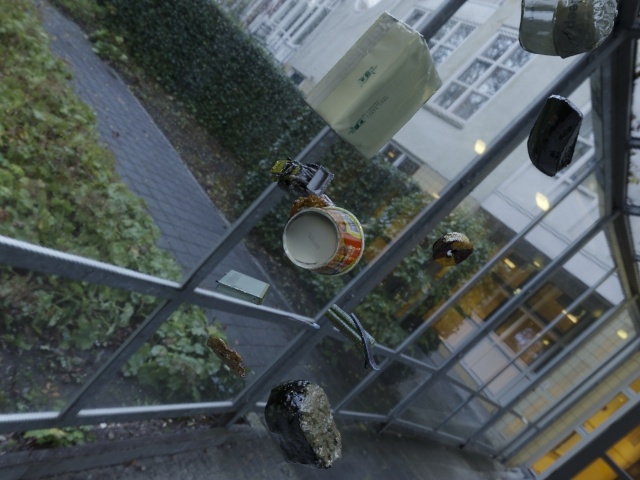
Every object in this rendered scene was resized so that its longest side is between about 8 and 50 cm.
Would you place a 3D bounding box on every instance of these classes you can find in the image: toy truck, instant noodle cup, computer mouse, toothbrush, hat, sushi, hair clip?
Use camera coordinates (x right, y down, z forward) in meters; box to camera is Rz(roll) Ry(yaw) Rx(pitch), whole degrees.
[{"bbox_3d":[-0.083,-0.252,1.730,0.285,0.136,0.111,18,-19,45],"label":"toy truck"},{"bbox_3d":[0.000,0.000,1.225,0.213,0.213,0.174,47,12,15],"label":"instant noodle cup"},{"bbox_3d":[0.810,-0.359,1.569,0.295,0.087,0.168,81,-13,-46],"label":"computer mouse"},{"bbox_3d":[-0.061,0.268,1.475,0.019,0.013,0.193,38,5,41],"label":"toothbrush"},{"bbox_3d":[0.661,-0.603,1.186,0.244,0.215,0.149,-15,21,-31],"label":"hat"},{"bbox_3d":[-0.044,0.615,1.481,0.211,0.170,0.350,-53,130,-48],"label":"sushi"},{"bbox_3d":[0.193,0.456,1.997,0.048,0.083,0.275,7,63,-53],"label":"hair clip"}]

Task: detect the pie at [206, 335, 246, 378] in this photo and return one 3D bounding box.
[{"bbox_3d":[-0.264,0.317,1.241,0.170,0.092,0.034,35,45,25],"label":"pie"}]

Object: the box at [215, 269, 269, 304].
[{"bbox_3d":[-0.323,0.194,1.854,0.210,0.045,0.270,21,5,-4],"label":"box"}]

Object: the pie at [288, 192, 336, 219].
[{"bbox_3d":[-0.050,-0.109,2.228,0.085,0.308,0.308,29,17,-48],"label":"pie"}]

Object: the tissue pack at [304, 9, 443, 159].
[{"bbox_3d":[0.181,-0.488,1.456,0.207,0.380,0.297,52,16,28],"label":"tissue pack"}]

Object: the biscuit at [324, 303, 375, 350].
[{"bbox_3d":[0.155,0.472,2.397,0.322,0.099,0.038,40,-15,27],"label":"biscuit"}]

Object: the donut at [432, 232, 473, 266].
[{"bbox_3d":[0.449,0.028,1.520,0.140,0.140,0.059,39,36,-35],"label":"donut"}]
